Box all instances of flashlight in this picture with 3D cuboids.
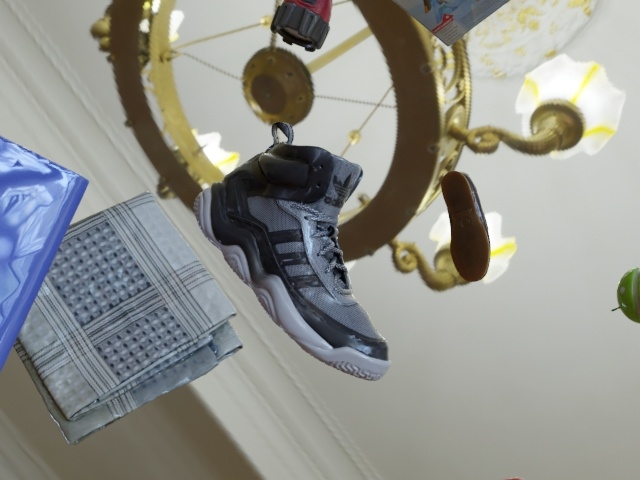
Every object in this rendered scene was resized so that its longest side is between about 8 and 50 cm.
[{"bbox_3d":[0.014,-0.492,1.463,0.103,0.304,0.103,18,-8,44],"label":"flashlight"}]

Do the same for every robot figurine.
[{"bbox_3d":[0.388,0.060,0.922,0.115,0.101,0.067,-8,-54,38],"label":"robot figurine"}]

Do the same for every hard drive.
[{"bbox_3d":[-0.381,0.036,0.775,0.210,0.318,0.040,28,-22,-23],"label":"hard drive"}]

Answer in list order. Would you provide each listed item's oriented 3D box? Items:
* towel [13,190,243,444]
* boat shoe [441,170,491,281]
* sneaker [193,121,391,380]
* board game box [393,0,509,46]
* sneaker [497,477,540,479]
[{"bbox_3d":[-0.317,0.105,1.267,0.324,0.312,0.056,55,-27,14],"label":"towel"},{"bbox_3d":[0.271,-0.025,1.495,0.073,0.073,0.206,-11,-101,23],"label":"boat shoe"},{"bbox_3d":[0.000,0.000,0.796,0.153,0.101,0.268,-49,-114,12],"label":"sneaker"},{"bbox_3d":[0.230,-0.490,1.288,0.319,0.065,0.318,-33,-39,29],"label":"board game box"},{"bbox_3d":[0.145,0.270,0.727,0.314,0.136,0.116,3,-44,48],"label":"sneaker"}]
